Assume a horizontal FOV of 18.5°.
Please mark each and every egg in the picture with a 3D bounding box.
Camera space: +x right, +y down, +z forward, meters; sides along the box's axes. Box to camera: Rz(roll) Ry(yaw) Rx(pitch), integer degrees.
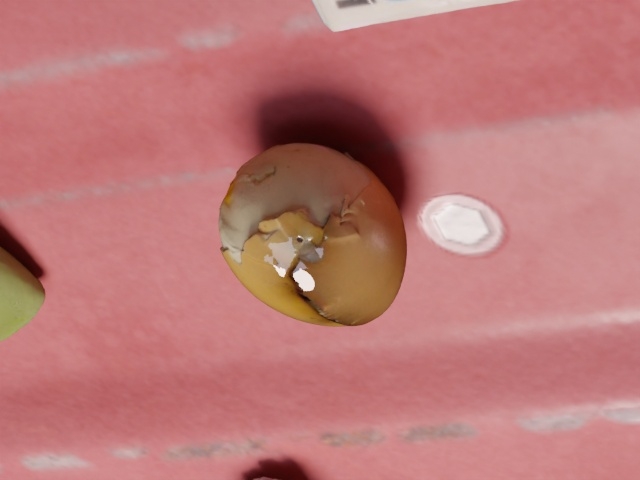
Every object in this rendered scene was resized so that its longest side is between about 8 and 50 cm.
[{"bbox_3d":[0.000,0.000,0.806,0.071,0.071,0.083,-11,141,31],"label":"egg"}]

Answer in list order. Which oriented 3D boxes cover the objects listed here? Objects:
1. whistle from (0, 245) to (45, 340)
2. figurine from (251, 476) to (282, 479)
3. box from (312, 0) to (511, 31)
[{"bbox_3d":[-0.249,-0.022,0.835,0.294,0.141,0.141,40,135,-22],"label":"whistle"},{"bbox_3d":[-0.025,0.221,1.001,0.240,0.175,0.116,-22,155,23],"label":"figurine"},{"bbox_3d":[0.069,-0.195,0.589,0.265,0.048,0.273,-6,133,27],"label":"box"}]
